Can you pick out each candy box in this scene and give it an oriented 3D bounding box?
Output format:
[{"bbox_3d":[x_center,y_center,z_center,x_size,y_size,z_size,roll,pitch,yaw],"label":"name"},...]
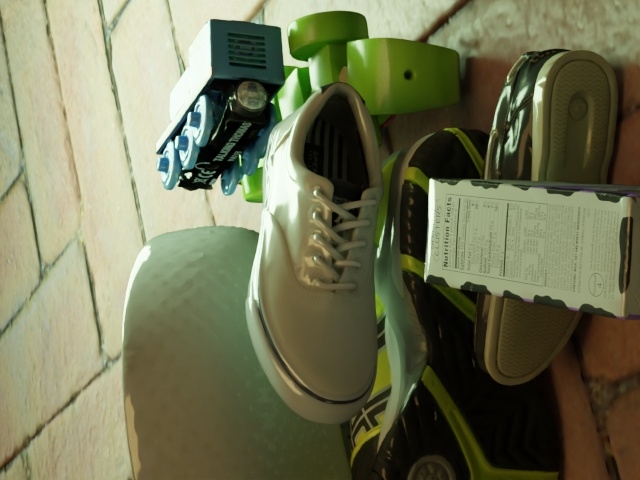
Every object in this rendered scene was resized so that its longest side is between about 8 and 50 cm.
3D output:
[{"bbox_3d":[0.182,0.002,0.940,0.196,0.165,0.070,9,97,61],"label":"candy box"}]

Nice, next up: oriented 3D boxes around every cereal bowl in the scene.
[{"bbox_3d":[-0.037,0.147,1.264,0.339,0.141,0.339,-9,-90,-78],"label":"cereal bowl"}]

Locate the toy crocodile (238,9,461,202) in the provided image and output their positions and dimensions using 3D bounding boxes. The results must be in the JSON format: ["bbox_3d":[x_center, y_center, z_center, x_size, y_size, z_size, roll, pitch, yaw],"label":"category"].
[{"bbox_3d":[0.002,-0.108,1.336,0.340,0.105,0.115,152,112,-63],"label":"toy crocodile"}]

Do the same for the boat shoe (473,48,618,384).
[{"bbox_3d":[0.146,-0.017,1.090,0.079,0.084,0.233,18,99,59],"label":"boat shoe"}]

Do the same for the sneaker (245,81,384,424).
[{"bbox_3d":[0.000,0.000,1.102,0.091,0.094,0.258,121,149,-51],"label":"sneaker"}]

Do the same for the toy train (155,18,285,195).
[{"bbox_3d":[-0.085,-0.107,1.312,0.184,0.080,0.105,137,135,-62],"label":"toy train"}]

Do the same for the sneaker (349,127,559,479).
[{"bbox_3d":[0.085,0.115,1.170,0.147,0.145,0.384,168,109,-67],"label":"sneaker"}]
